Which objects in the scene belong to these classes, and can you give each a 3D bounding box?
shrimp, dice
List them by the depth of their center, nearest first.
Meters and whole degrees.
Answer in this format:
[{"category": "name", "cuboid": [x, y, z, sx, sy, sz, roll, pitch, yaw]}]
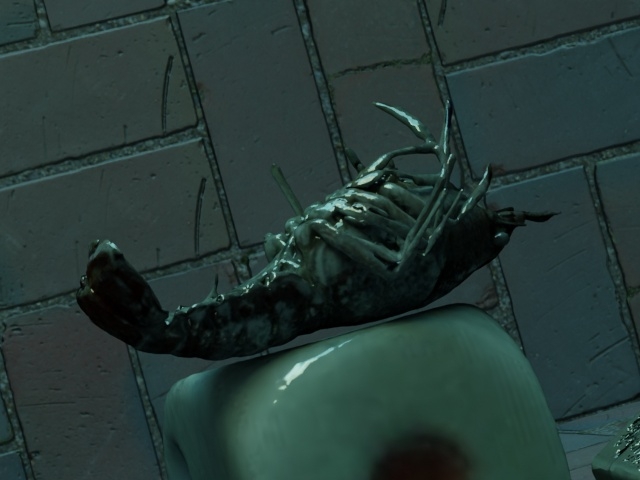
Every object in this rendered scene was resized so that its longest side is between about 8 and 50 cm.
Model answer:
[{"category": "shrimp", "cuboid": [0.004, 0.003, 1.494, 0.410, 0.166, 0.221, -28, 6, -29]}, {"category": "dice", "cuboid": [0.034, 0.207, 1.554, 0.264, 0.268, 0.262, -15, -1, -21]}]

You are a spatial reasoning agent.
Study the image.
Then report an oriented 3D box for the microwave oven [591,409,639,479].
[{"category": "microwave oven", "cuboid": [0.316, 0.085, 0.860, 0.295, 0.181, 0.237, -42, 24, -19]}]
